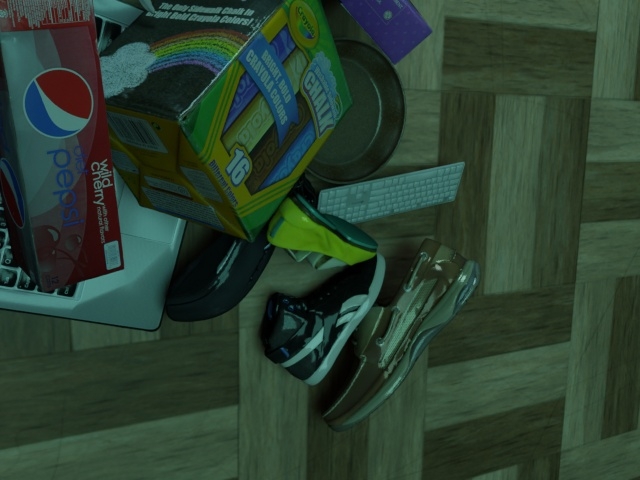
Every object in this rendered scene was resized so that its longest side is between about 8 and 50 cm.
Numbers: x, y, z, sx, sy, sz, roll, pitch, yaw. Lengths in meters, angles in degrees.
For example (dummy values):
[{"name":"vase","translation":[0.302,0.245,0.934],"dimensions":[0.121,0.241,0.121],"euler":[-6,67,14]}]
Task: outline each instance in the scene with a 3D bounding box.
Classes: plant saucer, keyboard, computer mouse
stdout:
[{"name":"plant saucer","translation":[0.029,-0.179,0.975],"dimensions":[0.198,0.036,0.199],"euler":[-6,103,-29]},{"name":"keyboard","translation":[0.105,-0.066,1.032],"dimensions":[0.256,0.014,0.072],"euler":[-14,138,-27]},{"name":"computer mouse","translation":[-0.095,-0.002,0.872],"dimensions":[0.262,0.060,0.184],"euler":[-45,154,-15]}]

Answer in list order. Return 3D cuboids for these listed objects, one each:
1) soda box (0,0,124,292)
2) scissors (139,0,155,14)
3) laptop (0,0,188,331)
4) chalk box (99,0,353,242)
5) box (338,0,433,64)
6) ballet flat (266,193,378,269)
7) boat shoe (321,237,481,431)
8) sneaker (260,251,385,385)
[{"name":"soda box","translation":[-0.246,-0.094,0.635],"dimensions":[0.083,0.092,0.263],"euler":[-17,120,-35]},{"name":"scissors","translation":[-0.238,-0.368,0.720],"dimensions":[0.109,0.021,0.297],"euler":[-44,85,-10]},{"name":"laptop","translation":[-0.279,-0.089,0.704],"dimensions":[0.407,0.236,0.382],"euler":[14,93,-30]},{"name":"chalk box","translation":[-0.092,-0.177,0.769],"dimensions":[0.289,0.180,0.179],"euler":[-55,144,-26]},{"name":"box","translation":[0.014,-0.335,0.798],"dimensions":[0.057,0.293,0.201],"euler":[-39,121,17]},{"name":"ballet flat","translation":[0.000,0.000,0.923],"dimensions":[0.077,0.077,0.231],"euler":[-51,152,8]},{"name":"boat shoe","translation":[0.101,0.137,1.043],"dimensions":[0.116,0.123,0.324],"euler":[39,88,5]},{"name":"sneaker","translation":[-0.002,0.083,0.983],"dimensions":[0.121,0.079,0.217],"euler":[36,75,-20]}]
